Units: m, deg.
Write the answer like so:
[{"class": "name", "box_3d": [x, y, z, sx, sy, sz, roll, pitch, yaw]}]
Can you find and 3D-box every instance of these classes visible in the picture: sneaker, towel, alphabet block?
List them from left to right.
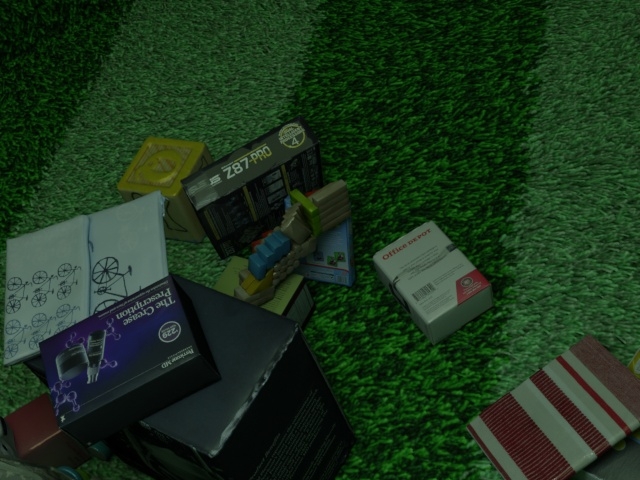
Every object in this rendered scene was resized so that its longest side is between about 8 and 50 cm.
[{"class": "sneaker", "box_3d": [-0.694, 0.454, 1.878, 0.121, 0.079, 0.217, -37, 22, -8]}, {"class": "alphabet block", "box_3d": [-0.386, -0.134, 2.399, 0.192, 0.197, 0.193, 8, 55, 22]}, {"class": "towel", "box_3d": [0.476, 0.351, 1.793, 0.329, 0.037, 0.237, -35, 37, 0]}]

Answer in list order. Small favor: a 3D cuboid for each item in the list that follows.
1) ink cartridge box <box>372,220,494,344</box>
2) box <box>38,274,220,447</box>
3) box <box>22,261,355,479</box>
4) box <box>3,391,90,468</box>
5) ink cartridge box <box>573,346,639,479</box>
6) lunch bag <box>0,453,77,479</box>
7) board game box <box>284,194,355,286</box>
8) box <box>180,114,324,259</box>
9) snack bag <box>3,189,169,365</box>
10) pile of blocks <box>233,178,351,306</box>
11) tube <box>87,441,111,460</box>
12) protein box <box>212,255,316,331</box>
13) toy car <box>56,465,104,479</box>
[{"class": "ink cartridge box", "box_3d": [0.256, 0.093, 2.082, 0.172, 0.100, 0.237, -31, 51, -9]}, {"class": "box", "box_3d": [-0.328, 0.205, 1.552, 0.261, 0.103, 0.184, -28, 55, 0]}, {"class": "box", "box_3d": [-0.240, 0.318, 1.811, 0.480, 0.472, 0.297, 18, 59, 29]}, {"class": "box", "box_3d": [-0.660, 0.474, 2.027, 0.232, 0.149, 0.127, -32, 50, -9]}, {"class": "ink cartridge box", "box_3d": [0.677, 0.392, 1.736, 0.307, 0.072, 0.303, 26, 63, 35]}, {"class": "lunch bag", "box_3d": [-0.595, 0.534, 1.710, 0.169, 0.287, 0.235, 18, 77, 29]}, {"class": "board game box", "box_3d": [0.000, 0.000, 2.167, 0.160, 0.211, 0.039, 9, 32, 23]}, {"class": "box", "box_3d": [-0.147, -0.114, 2.185, 0.318, 0.395, 0.097, -31, 74, -7]}, {"class": "snack bag", "box_3d": [-0.447, 0.064, 1.747, 0.342, 0.037, 0.323, -17, 49, 4]}, {"class": "pile of blocks", "box_3d": [-0.090, -0.012, 2.025, 0.362, 0.149, 0.112, -47, 54, -1]}, {"class": "tube", "box_3d": [-0.456, 0.405, 2.089, 0.080, 0.052, 0.207, 17, 54, 22]}, {"class": "protein box", "box_3d": [-0.152, 0.174, 2.120, 0.199, 0.136, 0.201, 15, 58, 26]}, {"class": "toy car", "box_3d": [-0.549, 0.562, 1.929, 0.159, 0.136, 0.182, -2, 52, 16]}]
